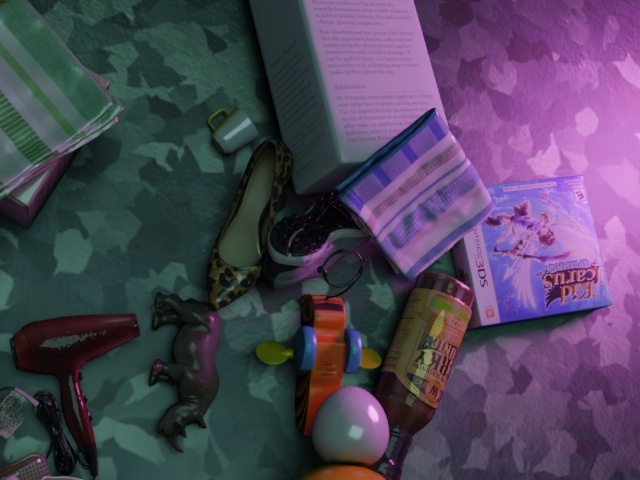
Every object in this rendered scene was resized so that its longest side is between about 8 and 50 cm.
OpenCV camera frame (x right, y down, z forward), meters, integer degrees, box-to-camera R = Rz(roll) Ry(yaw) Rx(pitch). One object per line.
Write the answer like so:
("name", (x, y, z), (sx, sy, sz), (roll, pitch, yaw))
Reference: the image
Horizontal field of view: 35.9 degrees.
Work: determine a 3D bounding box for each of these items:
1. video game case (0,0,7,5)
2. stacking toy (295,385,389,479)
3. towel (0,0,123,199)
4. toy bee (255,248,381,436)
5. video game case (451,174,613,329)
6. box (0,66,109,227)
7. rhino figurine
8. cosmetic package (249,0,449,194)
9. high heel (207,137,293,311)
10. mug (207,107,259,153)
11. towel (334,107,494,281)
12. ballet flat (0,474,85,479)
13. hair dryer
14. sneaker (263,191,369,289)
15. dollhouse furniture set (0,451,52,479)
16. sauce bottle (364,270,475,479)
("video game case", (-0.591, -0.381, 1.562), (0.204, 0.025, 0.285), (-3, 79, -18))
("stacking toy", (0.021, 0.447, 1.419), (0.350, 0.350, 0.480), (8, 69, -15))
("towel", (-0.475, -0.178, 1.381), (0.325, 0.038, 0.248), (-40, 85, -23))
("toy bee", (0.013, 0.153, 1.581), (0.195, 0.162, 0.298), (27, 96, -18))
("video game case", (0.366, 0.018, 1.750), (0.269, 0.061, 0.244), (-7, 81, -18))
("box", (-0.435, -0.158, 1.495), (0.127, 0.148, 0.232), (31, 71, -7))
("rhino figurine", (-0.209, 0.204, 1.526), (0.106, 0.073, 0.243), (4, 78, -13))
("cosmetic package", (0.036, -0.317, 1.635), (0.230, 0.161, 0.453), (-6, 76, -31))
("high heel", (-0.118, -0.030, 1.528), (0.093, 0.186, 0.261), (21, 61, 10))
("mug", (-0.149, -0.179, 1.644), (0.064, 0.078, 0.062), (-40, 124, -12))
("towel", (0.159, -0.063, 1.582), (0.209, 0.285, 0.034), (-40, 48, 2))
("ballet flat", (-0.389, 0.372, 1.335), (0.316, 0.107, 0.106), (13, 44, -48))
("hair dryer", (-0.378, 0.220, 1.482), (0.223, 0.080, 0.293), (40, 79, -15))
("sneaker", (0.000, 0.000, 1.608), (0.100, 0.108, 0.271), (41, 39, 22))
("dollhouse furniture set", (-0.470, 0.447, 1.327), (0.301, 0.151, 0.197), (-24, 99, -20))
("sauce bottle", (0.153, 0.224, 1.614), (0.111, 0.111, 0.344), (25, 73, -11))
